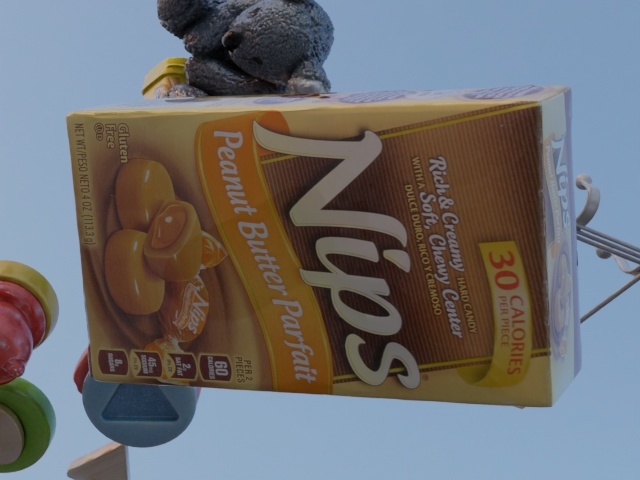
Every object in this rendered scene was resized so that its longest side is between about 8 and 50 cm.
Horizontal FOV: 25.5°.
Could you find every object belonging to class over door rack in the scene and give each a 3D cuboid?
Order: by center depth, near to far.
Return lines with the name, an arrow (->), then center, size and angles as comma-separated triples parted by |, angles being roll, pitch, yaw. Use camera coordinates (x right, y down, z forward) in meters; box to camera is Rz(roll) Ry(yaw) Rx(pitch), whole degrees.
over door rack -> 0.211, 0.034, 1.588 | 0.239, 0.108, 0.324 | 20, -48, -19

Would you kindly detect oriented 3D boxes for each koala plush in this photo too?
koala plush -> -0.060, -0.230, 1.664 | 0.221, 0.203, 0.196 | -14, -103, 56

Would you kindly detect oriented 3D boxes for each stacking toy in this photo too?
stacking toy -> -0.304, 0.199, 1.636 | 0.308, 0.130, 0.280 | 18, -66, -8

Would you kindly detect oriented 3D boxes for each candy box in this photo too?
candy box -> 0.000, 0.000, 0.895 | 0.316, 0.087, 0.183 | 1, -77, 24

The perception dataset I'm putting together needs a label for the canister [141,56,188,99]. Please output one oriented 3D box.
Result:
canister -> -0.193, -0.136, 1.817 | 0.073, 0.170, 0.126 | 13, -16, -24
